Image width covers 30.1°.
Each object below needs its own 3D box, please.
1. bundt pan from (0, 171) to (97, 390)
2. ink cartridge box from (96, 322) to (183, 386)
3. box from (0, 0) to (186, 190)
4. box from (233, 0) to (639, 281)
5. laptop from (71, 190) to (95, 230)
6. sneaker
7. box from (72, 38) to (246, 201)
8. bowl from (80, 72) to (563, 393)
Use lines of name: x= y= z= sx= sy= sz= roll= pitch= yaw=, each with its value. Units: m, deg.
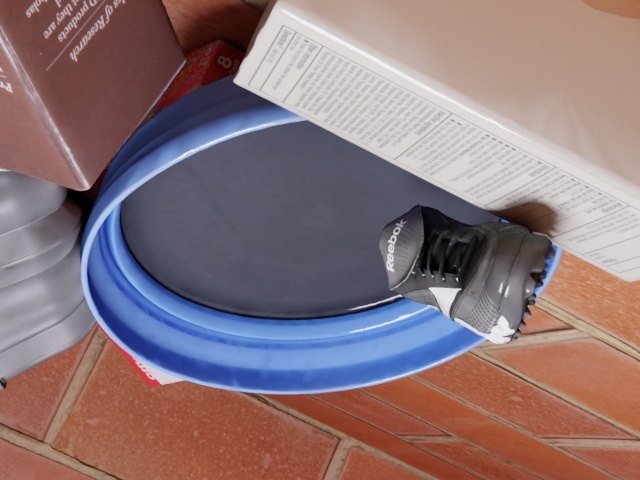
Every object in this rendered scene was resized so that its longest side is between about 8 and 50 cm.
bundt pan: x=-0.279 y=-0.039 z=1.053 sx=0.124 sy=0.331 sz=0.331 roll=-18 pitch=169 yaw=-11
ink cartridge box: x=-0.162 y=0.077 z=1.261 sx=0.231 sy=0.078 sz=0.134 roll=-18 pitch=115 yaw=47
box: x=-0.235 y=-0.215 z=0.678 sx=0.191 sy=0.143 sz=0.381 roll=16 pitch=145 yaw=26
box: x=0.117 y=-0.099 z=0.748 sx=0.311 sy=0.121 sz=0.148 roll=26 pitch=165 yaw=-10
laptop: x=-0.276 y=0.019 z=1.338 sx=0.234 sy=0.264 sz=0.136 roll=-16 pitch=123 yaw=21
sneaker: x=0.091 y=0.018 z=0.828 sx=0.106 sy=0.078 sz=0.234 roll=22 pitch=178 yaw=-1
box: x=-0.126 y=-0.087 z=1.125 sx=0.122 sy=0.128 sz=0.257 roll=31 pitch=164 yaw=-26
bowl: x=0.000 y=0.000 z=0.984 sx=0.391 sy=0.077 sz=0.391 roll=-5 pitch=144 yaw=-4
